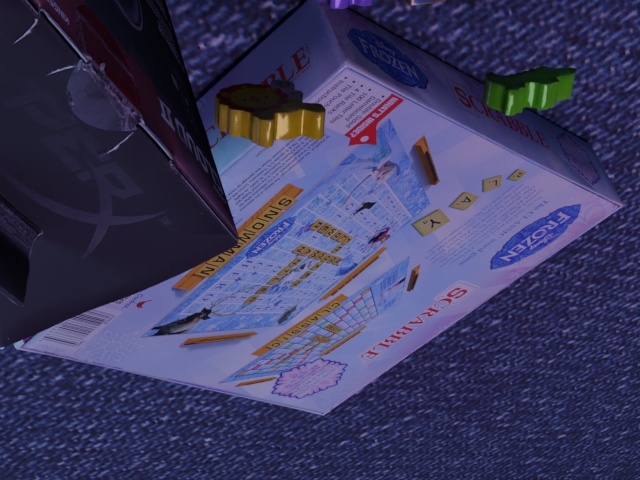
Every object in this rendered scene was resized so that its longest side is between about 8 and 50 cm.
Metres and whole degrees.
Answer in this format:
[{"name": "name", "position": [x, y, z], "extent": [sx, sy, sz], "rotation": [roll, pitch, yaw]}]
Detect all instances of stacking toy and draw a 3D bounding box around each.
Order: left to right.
[{"name": "stacking toy", "position": [0.052, -0.145, 0.709], "extent": [0.221, 0.052, 0.167], "rotation": [-10, 123, -25]}]

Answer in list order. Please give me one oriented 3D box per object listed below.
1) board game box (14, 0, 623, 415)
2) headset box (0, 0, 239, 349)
[{"name": "board game box", "position": [0.000, 0.000, 0.941], "extent": [0.319, 0.066, 0.318], "rotation": [-37, 144, 27]}, {"name": "headset box", "position": [-0.141, -0.115, 0.470], "extent": [0.110, 0.293, 0.218], "rotation": [-24, 149, 8]}]
